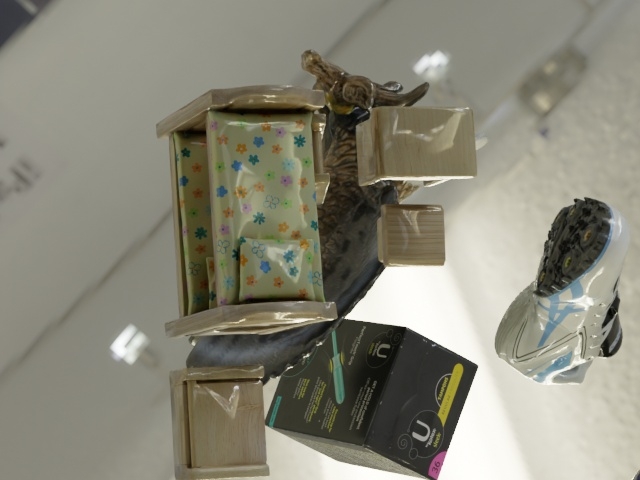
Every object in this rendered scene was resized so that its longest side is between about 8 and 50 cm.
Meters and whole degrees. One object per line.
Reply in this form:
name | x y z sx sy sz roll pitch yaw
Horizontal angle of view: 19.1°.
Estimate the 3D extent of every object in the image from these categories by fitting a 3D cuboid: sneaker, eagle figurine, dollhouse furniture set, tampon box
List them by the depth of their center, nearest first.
dollhouse furniture set | 0.014 0.022 0.936 0.101 0.160 0.182 161 -74 -67
sneaker | 0.190 0.040 1.373 0.237 0.086 0.085 107 4 -66
eagle figurine | -0.009 -0.002 1.634 0.225 0.226 0.298 9 -91 46
tampon box | 0.047 0.147 1.792 0.161 0.101 0.120 5 -110 54

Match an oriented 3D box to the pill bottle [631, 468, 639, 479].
pill bottle | 0.275 0.216 1.393 0.094 0.094 0.169 -45 -178 9
